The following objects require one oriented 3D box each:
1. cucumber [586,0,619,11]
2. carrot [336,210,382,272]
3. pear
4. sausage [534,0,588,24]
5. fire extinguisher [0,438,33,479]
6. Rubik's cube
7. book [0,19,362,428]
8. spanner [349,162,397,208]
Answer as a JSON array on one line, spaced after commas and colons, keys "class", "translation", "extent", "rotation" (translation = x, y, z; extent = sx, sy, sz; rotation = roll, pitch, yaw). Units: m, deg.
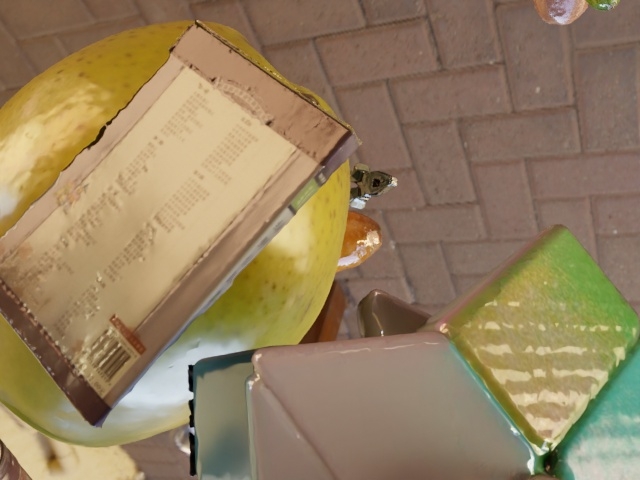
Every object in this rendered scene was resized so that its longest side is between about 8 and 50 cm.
[{"class": "cucumber", "translation": [0.126, -0.179, 0.328], "extent": [0.039, 0.168, 0.039], "rotation": [11, 176, 1]}, {"class": "carrot", "translation": [0.000, 0.000, 1.377], "extent": [0.225, 0.159, 0.159], "rotation": [-9, 130, 4]}, {"class": "pear", "translation": [-0.160, -0.002, 0.728], "extent": [0.362, 0.362, 0.418], "rotation": [41, 91, -20]}, {"class": "sausage", "translation": [0.288, -0.389, 0.805], "extent": [0.087, 0.079, 0.326], "rotation": [4, 132, -4]}, {"class": "fire extinguisher", "translation": [-0.323, 0.312, 0.832], "extent": [0.106, 0.075, 0.252], "rotation": [21, 142, 29]}, {"class": "Rubik's cube", "translation": [0.094, 0.191, 0.505], "extent": [0.368, 0.387, 0.358], "rotation": [-3, 171, -5]}, {"class": "book", "translation": [-0.104, -0.019, 0.485], "extent": [0.157, 0.231, 0.026], "rotation": [40, 176, 27]}, {"class": "spanner", "translation": [0.066, -0.114, 1.609], "extent": [0.040, 0.095, 0.325], "rotation": [12, 174, -27]}]
